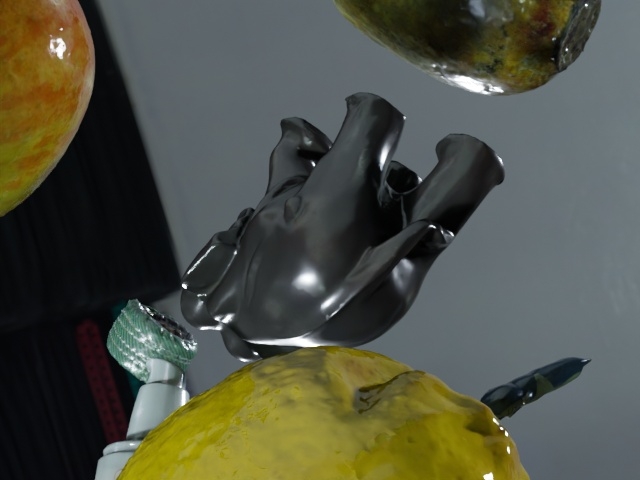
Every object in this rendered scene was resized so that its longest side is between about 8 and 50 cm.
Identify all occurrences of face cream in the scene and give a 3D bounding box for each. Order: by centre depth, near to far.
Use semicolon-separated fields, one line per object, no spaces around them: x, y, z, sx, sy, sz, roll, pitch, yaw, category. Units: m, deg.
-0.155;0.227;1.093;0.101;0.252;0.101;5;153;3;face cream

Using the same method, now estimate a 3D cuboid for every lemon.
-0.004;0.210;0.733;0.297;0.297;0.297;-17;178;-1;lemon

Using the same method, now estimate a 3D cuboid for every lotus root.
0.183;-0.317;1.522;0.346;0.250;0.250;31;-150;32;lotus root

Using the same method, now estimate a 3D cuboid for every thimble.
-0.259;0.163;1.879;0.118;0.090;0.135;30;-174;-42;thimble

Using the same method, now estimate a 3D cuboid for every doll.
0.183;0.124;1.033;0.125;0.027;0.037;-17;159;-33;doll

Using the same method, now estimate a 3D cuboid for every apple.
-0.340;-0.145;0.990;0.301;0.302;0.301;-17;178;-1;apple

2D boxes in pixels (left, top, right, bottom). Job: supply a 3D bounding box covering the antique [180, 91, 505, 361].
0.000;0.000;1.213;0.322;0.185;0.255;-6;-131;60;antique
